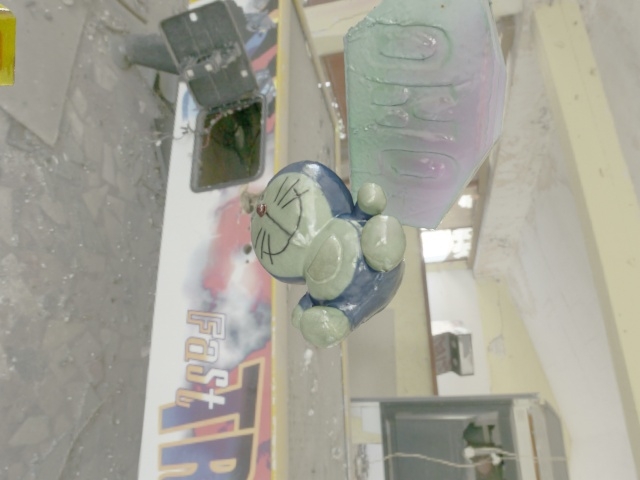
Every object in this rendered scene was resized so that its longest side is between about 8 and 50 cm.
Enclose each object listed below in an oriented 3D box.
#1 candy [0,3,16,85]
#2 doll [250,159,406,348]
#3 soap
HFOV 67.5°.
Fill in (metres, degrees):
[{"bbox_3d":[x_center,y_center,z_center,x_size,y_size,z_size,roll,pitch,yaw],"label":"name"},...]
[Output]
[{"bbox_3d":[-0.472,-0.258,0.507,0.146,0.276,0.088,-34,152,-53],"label":"candy"},{"bbox_3d":[0.000,0.000,0.661,0.154,0.258,0.228,-3,128,-53],"label":"doll"},{"bbox_3d":[0.181,-0.250,0.842,0.156,0.261,0.446,-44,138,-50],"label":"soap"}]
